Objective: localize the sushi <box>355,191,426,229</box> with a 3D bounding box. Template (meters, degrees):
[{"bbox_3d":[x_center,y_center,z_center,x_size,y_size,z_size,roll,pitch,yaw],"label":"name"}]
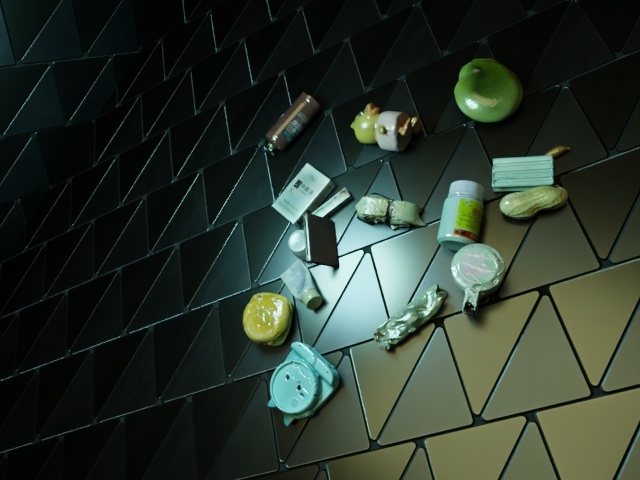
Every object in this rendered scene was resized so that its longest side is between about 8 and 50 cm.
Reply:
[{"bbox_3d":[0.266,-0.110,1.791,0.273,0.109,0.134,23,82,29],"label":"sushi"}]

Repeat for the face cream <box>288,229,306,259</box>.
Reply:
[{"bbox_3d":[-0.065,0.017,1.897,0.117,0.104,0.117,-9,66,22],"label":"face cream"}]

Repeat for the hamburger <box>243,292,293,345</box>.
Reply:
[{"bbox_3d":[-0.203,0.309,1.853,0.214,0.108,0.214,-11,61,20],"label":"hamburger"}]

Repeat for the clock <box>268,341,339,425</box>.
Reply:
[{"bbox_3d":[-0.080,0.531,1.712,0.223,0.094,0.274,35,86,32],"label":"clock"}]

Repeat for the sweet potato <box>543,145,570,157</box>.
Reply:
[{"bbox_3d":[0.826,-0.311,1.655,0.095,0.034,0.034,-21,63,13],"label":"sweet potato"}]

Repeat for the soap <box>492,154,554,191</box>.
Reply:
[{"bbox_3d":[0.713,-0.234,1.660,0.198,0.063,0.114,1,73,25],"label":"soap"}]

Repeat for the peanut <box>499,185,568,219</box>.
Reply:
[{"bbox_3d":[0.724,-0.130,1.600,0.214,0.090,0.098,-17,72,19],"label":"peanut"}]

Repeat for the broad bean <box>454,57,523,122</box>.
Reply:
[{"bbox_3d":[0.633,-0.574,1.798,0.238,0.119,0.291,-27,64,3],"label":"broad bean"}]

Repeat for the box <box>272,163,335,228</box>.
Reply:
[{"bbox_3d":[-0.072,-0.191,2.004,0.243,0.067,0.155,-49,61,1],"label":"box"}]

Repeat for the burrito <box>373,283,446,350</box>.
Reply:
[{"bbox_3d":[0.318,0.271,1.646,0.309,0.066,0.096,-40,57,3],"label":"burrito"}]

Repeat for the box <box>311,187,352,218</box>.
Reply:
[{"bbox_3d":[0.036,-0.134,1.947,0.207,0.041,0.050,-38,63,8],"label":"box"}]

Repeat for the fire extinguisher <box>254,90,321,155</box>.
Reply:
[{"bbox_3d":[-0.151,-0.516,2.127,0.337,0.135,0.114,-49,54,2],"label":"fire extinguisher"}]

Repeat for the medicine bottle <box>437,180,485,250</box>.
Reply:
[{"bbox_3d":[0.498,-0.084,1.657,0.139,0.139,0.225,7,74,27],"label":"medicine bottle"}]

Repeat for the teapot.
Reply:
[{"bbox_3d":[0.524,0.139,1.544,0.163,0.178,0.221,-14,63,12],"label":"teapot"}]

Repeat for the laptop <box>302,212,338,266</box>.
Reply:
[{"bbox_3d":[0.000,0.000,1.857,0.026,0.154,0.207,-29,58,44],"label":"laptop"}]

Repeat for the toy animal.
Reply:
[{"bbox_3d":[0.251,-0.457,1.911,0.281,0.195,0.169,24,122,26],"label":"toy animal"}]

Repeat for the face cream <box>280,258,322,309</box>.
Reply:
[{"bbox_3d":[-0.073,0.174,1.875,0.114,0.070,0.224,-43,47,4],"label":"face cream"}]
